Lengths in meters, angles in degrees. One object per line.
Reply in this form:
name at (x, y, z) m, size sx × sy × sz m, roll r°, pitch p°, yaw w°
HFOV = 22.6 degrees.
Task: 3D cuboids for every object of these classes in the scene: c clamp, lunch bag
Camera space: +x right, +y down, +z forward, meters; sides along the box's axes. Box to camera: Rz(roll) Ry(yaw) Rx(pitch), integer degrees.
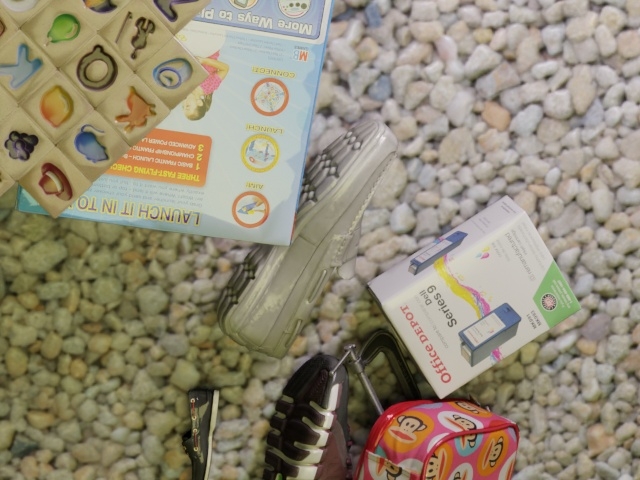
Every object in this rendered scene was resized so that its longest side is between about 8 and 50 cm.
c clamp at (0.072, 0.184, 1.976) m, size 0.022 × 0.137 × 0.161 m, roll -12°, pitch 117°, yaw 37°
lunch bag at (0.143, 0.342, 1.984) m, size 0.258 × 0.120 × 0.293 m, roll 1°, pitch 108°, yaw -50°

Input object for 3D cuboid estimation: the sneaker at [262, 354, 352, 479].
sneaker at (0.016, 0.285, 2.005) m, size 0.162 × 0.106 × 0.281 m, roll 14°, pitch 97°, yaw -33°

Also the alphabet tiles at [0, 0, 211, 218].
alphabet tiles at (-0.294, -0.200, 1.667) m, size 0.342 × 0.011 × 0.285 m, roll -42°, pitch 105°, yaw 4°

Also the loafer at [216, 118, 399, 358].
loafer at (0.000, 0.000, 1.914) m, size 0.111 × 0.112 × 0.319 m, roll 31°, pitch 105°, yaw -21°

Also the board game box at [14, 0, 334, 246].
board game box at (-0.160, -0.165, 1.747) m, size 0.308 × 0.086 × 0.302 m, roll 8°, pitch 103°, yaw -11°

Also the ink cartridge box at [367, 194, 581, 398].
ink cartridge box at (0.188, 0.070, 1.971) m, size 0.212 × 0.093 × 0.154 m, roll -31°, pitch 108°, yaw 0°

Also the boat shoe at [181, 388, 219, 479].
boat shoe at (-0.151, 0.247, 1.977) m, size 0.042 × 0.049 × 0.133 m, roll 4°, pitch 101°, yaw -6°
